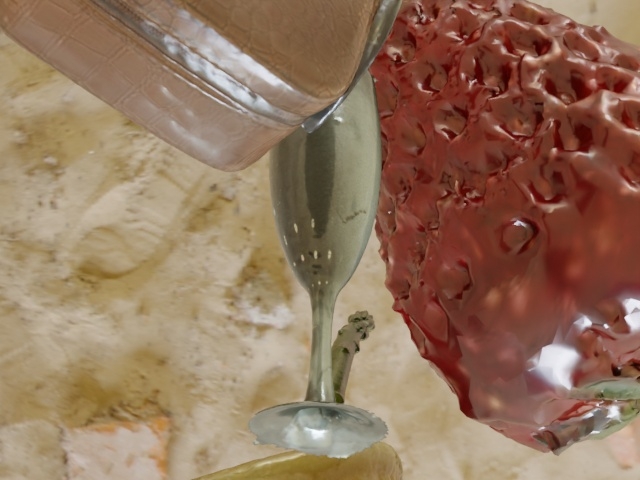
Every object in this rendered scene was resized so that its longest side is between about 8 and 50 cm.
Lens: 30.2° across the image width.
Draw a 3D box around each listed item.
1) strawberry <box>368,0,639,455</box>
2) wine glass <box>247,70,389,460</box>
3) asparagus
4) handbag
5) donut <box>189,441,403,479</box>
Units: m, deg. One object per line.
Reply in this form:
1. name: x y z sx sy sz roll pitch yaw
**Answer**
1. strawberry: 0.151 -0.035 0.882 0.345 0.317 0.295 42 65 4
2. wine glass: 0.000 0.000 0.567 0.066 0.066 0.198 20 54 -28
3. asparagus: 0.020 0.093 0.951 0.027 0.236 0.034 -7 104 12
4. handbag: -0.038 -0.126 0.484 0.151 0.072 0.193 38 42 -20
5. donut: -0.062 0.309 1.113 0.330 0.330 0.160 -5 66 -29
